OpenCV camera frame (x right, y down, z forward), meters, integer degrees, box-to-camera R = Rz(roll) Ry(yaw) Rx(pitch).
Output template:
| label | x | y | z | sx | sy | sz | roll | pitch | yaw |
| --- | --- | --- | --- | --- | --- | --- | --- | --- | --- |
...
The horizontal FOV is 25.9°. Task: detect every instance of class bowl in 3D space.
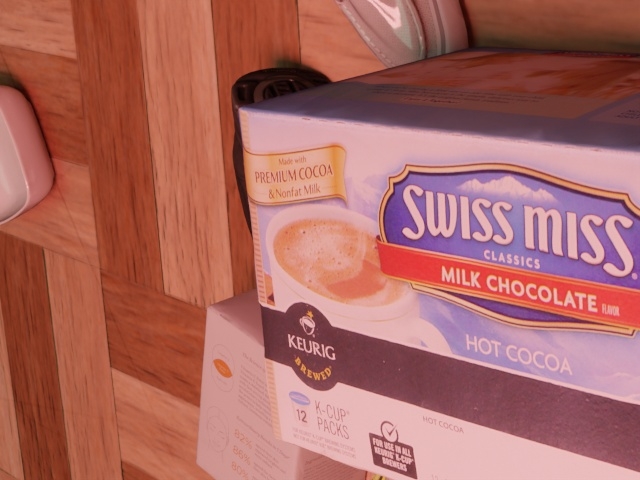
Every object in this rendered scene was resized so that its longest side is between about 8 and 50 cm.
| label | x | y | z | sx | sy | sz | roll | pitch | yaw |
| --- | --- | --- | --- | --- | --- | --- | --- | --- | --- |
| bowl | -0.338 | -0.092 | 1.486 | 0.142 | 0.053 | 0.142 | -19 | 90 | 51 |

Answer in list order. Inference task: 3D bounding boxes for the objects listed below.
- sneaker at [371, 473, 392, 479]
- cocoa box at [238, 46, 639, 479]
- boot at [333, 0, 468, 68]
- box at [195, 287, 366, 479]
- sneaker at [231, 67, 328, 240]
| label | x | y | z | sx | sy | sz | roll | pitch | yaw |
| --- | --- | --- | --- | --- | --- | --- | --- | --- | --- |
| sneaker | 0.093 | 0.259 | 1.098 | 0.147 | 0.145 | 0.385 | -104 | 24 | -46 |
| cocoa box | 0.151 | 0.016 | 0.824 | 0.347 | 0.231 | 0.228 | 12 | 114 | 47 |
| boot | -0.005 | -0.208 | 0.999 | 0.258 | 0.123 | 0.095 | 58 | 139 | 14 |
| box | -0.029 | 0.142 | 1.194 | 0.130 | 0.091 | 0.170 | 33 | 128 | 37 |
| sneaker | 0.000 | 0.000 | 1.083 | 0.130 | 0.109 | 0.286 | 104 | 154 | -50 |
